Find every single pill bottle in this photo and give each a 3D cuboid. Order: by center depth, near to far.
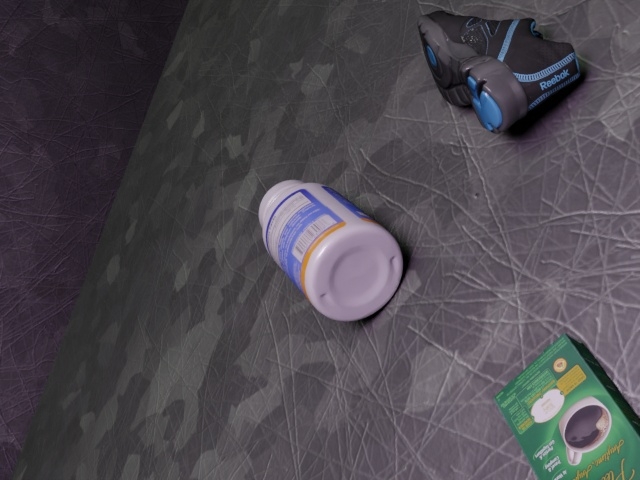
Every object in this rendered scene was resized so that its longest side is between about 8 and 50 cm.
[{"bbox_3d":[0.000,0.000,1.130,0.152,0.152,0.272,-57,32,6],"label":"pill bottle"}]

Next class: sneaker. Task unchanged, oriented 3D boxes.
[{"bbox_3d":[0.243,-0.262,1.057,0.139,0.125,0.341,-27,35,2],"label":"sneaker"}]

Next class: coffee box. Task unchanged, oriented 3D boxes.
[{"bbox_3d":[0.257,0.195,0.725,0.113,0.040,0.184,-49,34,19],"label":"coffee box"}]
